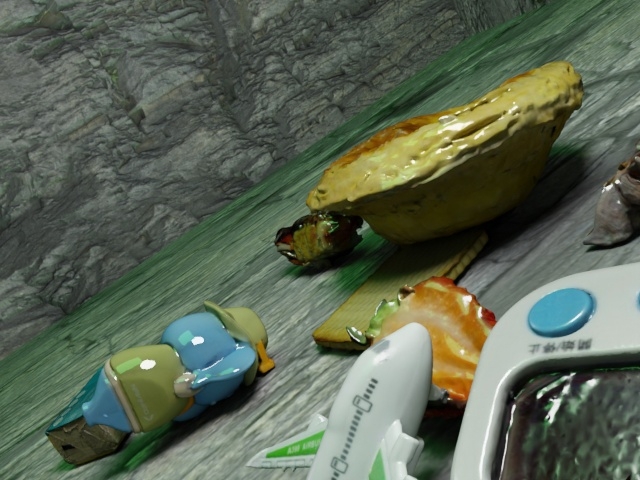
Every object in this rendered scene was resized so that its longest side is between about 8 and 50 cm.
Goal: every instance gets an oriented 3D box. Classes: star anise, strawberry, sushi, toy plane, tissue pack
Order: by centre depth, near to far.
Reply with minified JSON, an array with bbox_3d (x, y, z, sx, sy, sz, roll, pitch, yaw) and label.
[{"bbox_3d":[0.028,0.184,0.472,0.255,0.101,0.251,-57,22,-13],"label":"toy plane"},{"bbox_3d":[0.115,0.111,0.580,0.192,0.085,0.140,-17,49,34],"label":"strawberry"},{"bbox_3d":[0.435,-0.057,0.649,0.228,0.218,0.148,25,11,25],"label":"star anise"},{"bbox_3d":[-0.350,0.273,0.986,0.120,0.082,0.169,-26,17,22],"label":"tissue pack"},{"bbox_3d":[0.003,0.001,1.120,0.103,0.097,0.226,9,-17,-37],"label":"sushi"}]

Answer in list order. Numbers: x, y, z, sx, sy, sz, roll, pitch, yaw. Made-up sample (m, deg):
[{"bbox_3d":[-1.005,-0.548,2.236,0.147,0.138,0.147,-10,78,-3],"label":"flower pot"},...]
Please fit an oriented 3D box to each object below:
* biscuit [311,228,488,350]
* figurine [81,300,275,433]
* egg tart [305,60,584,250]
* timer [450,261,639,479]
[{"bbox_3d":[0.113,0.069,0.840,0.254,0.029,0.172,-40,17,-31],"label":"biscuit"},{"bbox_3d":[-0.201,0.180,0.862,0.262,0.153,0.180,-20,-11,-9],"label":"figurine"},{"bbox_3d":[0.192,-0.110,0.912,0.444,0.178,0.443,-25,9,4],"label":"egg tart"},{"bbox_3d":[0.213,0.110,0.353,0.262,0.087,0.237,-15,34,40],"label":"timer"}]
